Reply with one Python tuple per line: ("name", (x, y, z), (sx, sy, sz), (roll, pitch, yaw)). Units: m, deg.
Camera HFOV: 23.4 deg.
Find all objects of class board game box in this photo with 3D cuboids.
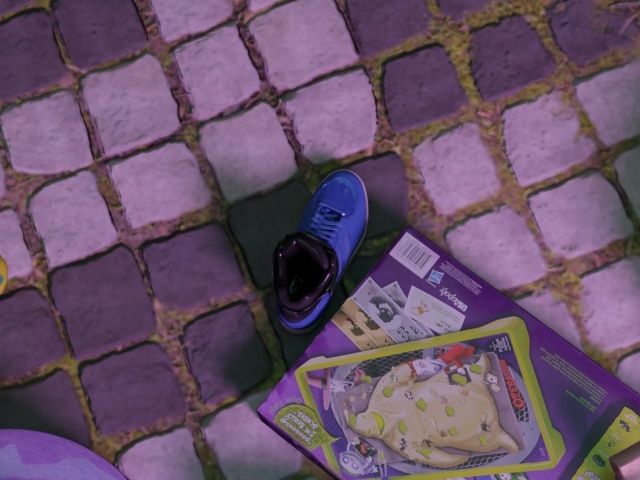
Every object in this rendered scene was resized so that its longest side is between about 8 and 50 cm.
("board game box", (0.145, 0.169, 1.273), (0.347, 0.056, 0.208), (37, 74, 13))

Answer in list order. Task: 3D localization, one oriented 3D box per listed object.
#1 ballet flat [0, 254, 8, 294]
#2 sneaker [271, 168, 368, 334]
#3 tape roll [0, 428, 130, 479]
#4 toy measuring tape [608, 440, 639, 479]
("ballet flat", (-0.381, -0.001, 1.330), (0.231, 0.077, 0.077), (16, 75, 7))
("sneaker", (0.001, 0.000, 1.309), (0.058, 0.084, 0.152), (21, 75, 9))
("tape roll", (-0.246, 0.292, 1.229), (0.275, 0.090, 0.275), (0, 73, 2))
("toy measuring tape", (0.312, 0.313, 1.187), (0.121, 0.121, 0.330), (-26, 73, -6))
